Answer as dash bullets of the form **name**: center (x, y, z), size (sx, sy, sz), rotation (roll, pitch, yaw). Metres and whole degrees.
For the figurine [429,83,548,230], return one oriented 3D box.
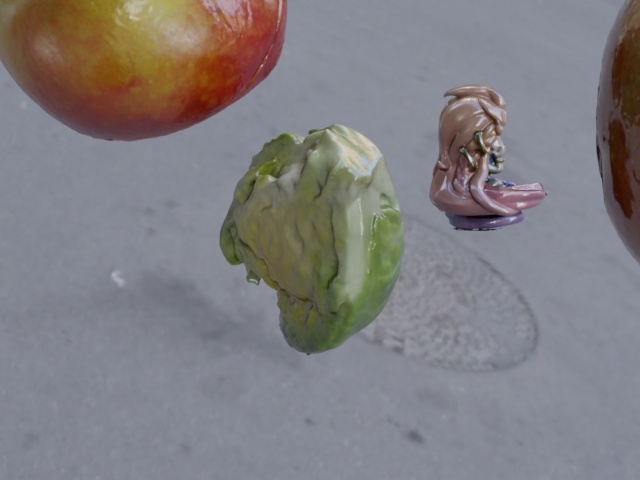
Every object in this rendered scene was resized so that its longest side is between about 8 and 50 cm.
- **figurine**: center (0.158, -0.078, 1.201), size (0.114, 0.157, 0.126), rotation (-30, 22, -12)

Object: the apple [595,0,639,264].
- **apple**: center (0.235, -0.068, 0.597), size (0.207, 0.188, 0.174), rotation (-13, -3, -21)

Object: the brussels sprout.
- **brussels sprout**: center (0.003, -0.001, 0.772), size (0.100, 0.181, 0.139), rotation (-2, 56, -34)

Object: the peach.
- **peach**: center (-0.118, -0.155, 0.787), size (0.192, 0.190, 0.190), rotation (23, 19, -42)
